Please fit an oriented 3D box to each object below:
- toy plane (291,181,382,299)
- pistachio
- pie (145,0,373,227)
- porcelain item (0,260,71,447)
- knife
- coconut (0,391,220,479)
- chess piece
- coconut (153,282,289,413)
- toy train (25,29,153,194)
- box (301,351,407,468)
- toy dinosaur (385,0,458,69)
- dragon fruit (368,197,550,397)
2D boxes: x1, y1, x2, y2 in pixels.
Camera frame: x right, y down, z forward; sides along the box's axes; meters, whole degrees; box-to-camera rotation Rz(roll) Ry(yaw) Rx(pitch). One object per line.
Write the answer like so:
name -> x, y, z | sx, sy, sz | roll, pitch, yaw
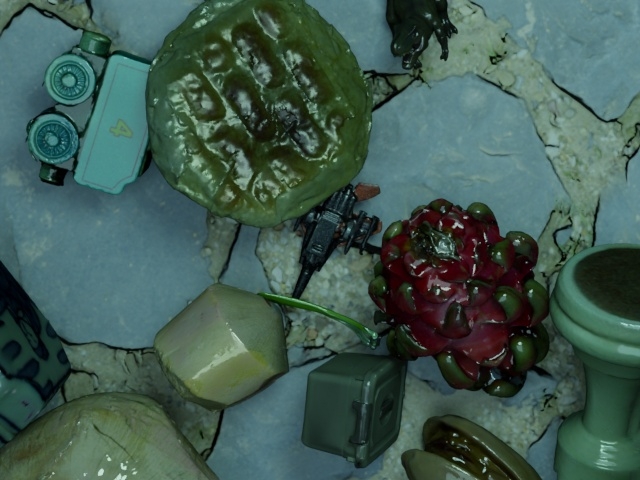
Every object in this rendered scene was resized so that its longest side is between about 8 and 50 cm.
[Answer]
toy plane -> 0.000, 0.001, 1.915 | 0.130, 0.061, 0.189 | 23, 99, -1
pistachio -> 0.197, 0.311, 1.931 | 0.206, 0.131, 0.129 | 41, 54, 2
pie -> -0.070, -0.160, 1.842 | 0.306, 0.071, 0.306 | 2, 81, -14
porcelain item -> -0.443, 0.111, 1.847 | 0.157, 0.281, 0.286 | -38, 94, 8
knife -> -0.001, 0.094, 1.924 | 0.166, 0.078, 0.022 | 22, 70, 7
coconut -> -0.270, 0.335, 1.876 | 0.297, 0.254, 0.297 | -1, 97, -6
chess piece -> 0.357, 0.173, 1.844 | 0.194, 0.194, 0.299 | 5, 122, 2
coconut -> -0.113, 0.128, 1.901 | 0.152, 0.147, 0.147 | -37, 95, 9
toy train -> -0.273, -0.151, 1.888 | 0.154, 0.107, 0.198 | 17, 99, -7
box -> 0.040, 0.201, 1.898 | 0.093, 0.172, 0.124 | 8, 98, 17
toy dinosaur -> 0.103, -0.300, 1.817 | 0.087, 0.187, 0.179 | -19, 124, 4
dragon fruit -> 0.180, 0.077, 1.851 | 0.273, 0.198, 0.218 | 43, 90, -5
